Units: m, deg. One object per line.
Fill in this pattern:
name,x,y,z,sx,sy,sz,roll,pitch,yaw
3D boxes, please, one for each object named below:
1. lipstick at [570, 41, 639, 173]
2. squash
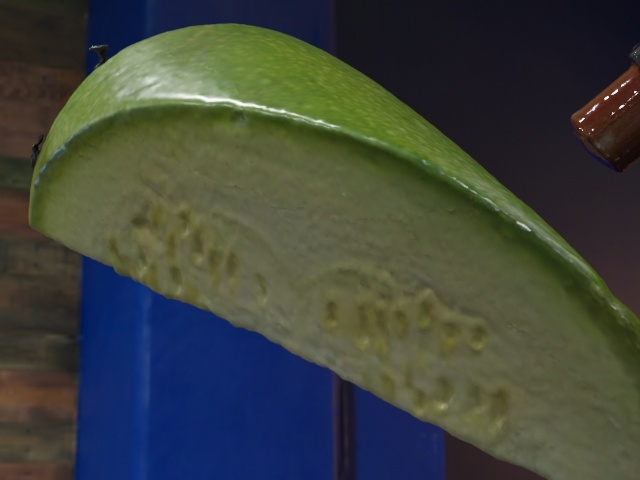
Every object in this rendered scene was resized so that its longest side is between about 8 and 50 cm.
lipstick,0.278,-0.148,0.704,0.300,0.081,0.081,-40,-27,13
squash,0.000,0.000,0.457,0.203,0.111,0.288,-5,29,-17
